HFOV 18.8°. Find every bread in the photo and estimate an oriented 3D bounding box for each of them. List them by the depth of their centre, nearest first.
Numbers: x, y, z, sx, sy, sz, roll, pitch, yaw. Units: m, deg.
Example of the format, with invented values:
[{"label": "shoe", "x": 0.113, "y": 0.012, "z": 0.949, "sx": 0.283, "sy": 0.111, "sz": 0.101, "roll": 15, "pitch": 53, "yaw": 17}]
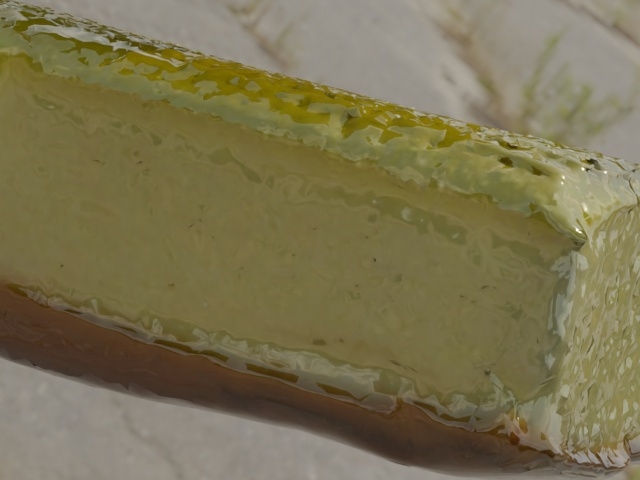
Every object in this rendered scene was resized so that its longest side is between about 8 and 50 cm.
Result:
[{"label": "bread", "x": 0.000, "y": 0.000, "z": 0.867, "sx": 0.333, "sy": 0.143, "sz": 0.324, "roll": 16, "pitch": 5, "yaw": 24}]
